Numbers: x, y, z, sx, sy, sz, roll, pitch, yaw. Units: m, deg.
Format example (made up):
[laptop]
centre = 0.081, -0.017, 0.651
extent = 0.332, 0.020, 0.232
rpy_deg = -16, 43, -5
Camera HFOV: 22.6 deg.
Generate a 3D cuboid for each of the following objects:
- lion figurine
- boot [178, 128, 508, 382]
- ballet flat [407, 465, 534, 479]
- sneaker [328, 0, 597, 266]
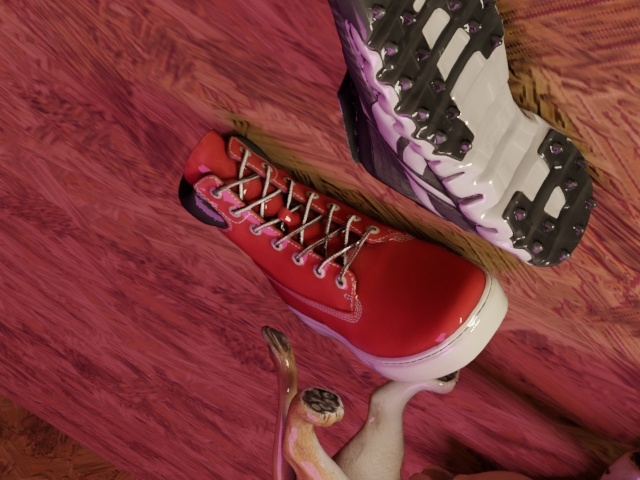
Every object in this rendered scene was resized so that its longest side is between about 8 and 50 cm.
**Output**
[lion figurine]
centre = 0.102, 0.226, 1.181
extent = 0.392, 0.142, 0.240
rpy_deg = 28, 130, 8
[boot]
centre = 0.000, 0.000, 1.035
extent = 0.176, 0.088, 0.244
rpy_deg = 44, 165, -27
[ballet flat]
centre = 0.144, 0.255, 1.424
extent = 0.147, 0.147, 0.409
rpy_deg = 40, 156, -18
[sneaker]
centre = 0.043, -0.069, 0.756
extent = 0.106, 0.078, 0.234
rpy_deg = 17, 159, 39
